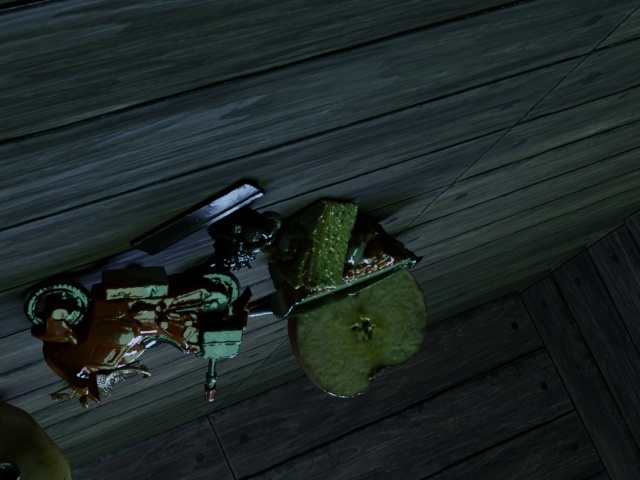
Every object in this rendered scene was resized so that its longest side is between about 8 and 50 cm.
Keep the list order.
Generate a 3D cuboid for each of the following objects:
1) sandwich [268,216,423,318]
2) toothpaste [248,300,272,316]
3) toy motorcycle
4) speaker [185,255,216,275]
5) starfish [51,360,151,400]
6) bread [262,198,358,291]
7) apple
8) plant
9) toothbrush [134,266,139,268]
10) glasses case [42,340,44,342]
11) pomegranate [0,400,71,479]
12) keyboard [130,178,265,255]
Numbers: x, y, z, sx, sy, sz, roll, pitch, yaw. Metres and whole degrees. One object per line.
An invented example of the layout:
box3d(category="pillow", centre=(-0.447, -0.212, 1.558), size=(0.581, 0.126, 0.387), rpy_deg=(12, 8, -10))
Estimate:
box3d(category="sandwich", centre=(0.028, 0.037, 2.089), size=(0.292, 0.109, 0.212), rpy_deg=(-28, 162, 2))
box3d(category="toothpaste", centre=(-0.135, 0.153, 2.405), size=(0.301, 0.048, 0.075), rpy_deg=(-20, 172, -13))
box3d(category="toy motorcycle", centre=(-0.265, 0.135, 1.688), size=(0.326, 0.148, 0.221), rpy_deg=(-3, 128, -17))
box3d(category="speaker", centre=(-0.182, 0.068, 1.896), size=(0.075, 0.060, 0.094), rpy_deg=(-19, 167, -31))
box3d(category="starfish", centre=(-0.458, 0.293, 2.404), size=(0.210, 0.053, 0.150), rpy_deg=(-19, 155, -7))
box3d(category="bread", centre=(0.000, 0.000, 1.889), size=(0.152, 0.127, 0.147), rpy_deg=(-49, 159, 23))
box3d(category="apple", centre=(0.059, 0.166, 2.367), size=(0.293, 0.251, 0.163), rpy_deg=(-21, -168, -17))
box3d(category="plant", centre=(-0.112, -0.004, 1.699), size=(0.085, 0.087, 0.174), rpy_deg=(-52, -171, -31))
box3d(category="toothbrush", centre=(-0.254, 0.068, 1.859), size=(0.021, 0.024, 0.288), rpy_deg=(-23, 170, 5))
box3d(category="glasses case", centre=(-0.342, 0.120, 1.810), size=(0.191, 0.042, 0.072), rpy_deg=(-18, -162, -29))
box3d(category="pomegranate", centre=(-0.625, 0.465, 2.149), size=(0.332, 0.332, 0.332), rpy_deg=(-24, 168, -5))
box3d(category="keyboard", centre=(-0.170, -0.032, 1.594), size=(0.195, 0.018, 0.060), rpy_deg=(-28, 161, 15))
